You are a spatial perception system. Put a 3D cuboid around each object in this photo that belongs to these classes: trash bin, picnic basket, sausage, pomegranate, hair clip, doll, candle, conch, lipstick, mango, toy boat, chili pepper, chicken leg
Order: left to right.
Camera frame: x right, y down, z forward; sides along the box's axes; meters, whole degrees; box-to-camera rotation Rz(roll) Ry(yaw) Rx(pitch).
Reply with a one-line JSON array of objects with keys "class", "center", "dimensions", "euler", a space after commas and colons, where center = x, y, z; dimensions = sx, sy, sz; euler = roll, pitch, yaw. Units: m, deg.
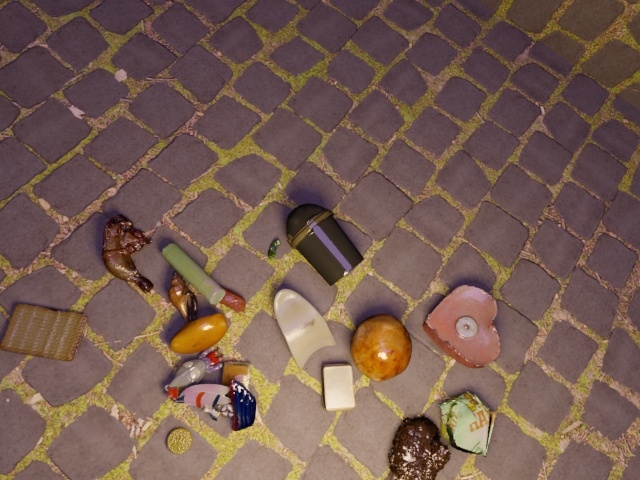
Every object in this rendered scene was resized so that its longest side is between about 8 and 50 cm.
[{"class": "chicken leg", "center": [-0.732, 0.051, 1.638], "dimensions": [0.177, 0.083, 0.323], "euler": [-1, 69, -24]}, {"class": "conch", "center": [-0.507, 0.227, 1.613], "dimensions": [0.086, 0.080, 0.233], "euler": [-30, 103, -4]}, {"class": "lipstick", "center": [-0.479, 0.119, 1.610], "dimensions": [0.304, 0.076, 0.076], "euler": [38, 70, 21]}, {"class": "doll", "center": [-0.450, 0.466, 1.540], "dimensions": [0.227, 0.075, 0.102], "euler": [-27, 56, -26]}, {"class": "mango", "center": [-0.436, 0.341, 1.546], "dimensions": [0.217, 0.141, 0.102], "euler": [-24, 71, -12]}, {"class": "toy boat", "center": [-0.357, 0.538, 1.478], "dimensions": [0.318, 0.072, 0.219], "euler": [29, 115, -2]}, {"class": "sausage", "center": [-0.353, 0.221, 1.638], "dimensions": [0.169, 0.065, 0.065], "euler": [26, 70, 1]}, {"class": "chili pepper", "center": [-0.190, 0.039, 1.744], "dimensions": [0.030, 0.034, 0.091], "euler": [33, 65, -32]}, {"class": "hair clip", "center": [-0.076, 0.314, 1.622], "dimensions": [0.172, 0.113, 0.282], "euler": [-31, 79, -16]}, {"class": "trash bin", "center": [0.000, 0.000, 1.686], "dimensions": [0.214, 0.214, 0.334], "euler": [-36, 84, -17]}, {"class": "picnic basket", "center": [0.063, 0.540, 1.584], "dimensions": [0.115, 0.079, 0.164], "euler": [0, 71, -7]}, {"class": "pomegranate", "center": [0.220, 0.391, 1.582], "dimensions": [0.248, 0.248, 0.248], "euler": [2, 71, -7]}, {"class": "candle", "center": [0.550, 0.345, 1.699], "dimensions": [0.287, 0.131, 0.317], "euler": [0, 62, -1]}]

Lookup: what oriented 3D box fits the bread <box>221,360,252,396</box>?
[{"class": "bread", "center": [-0.301, 0.499, 1.544], "dimensions": [0.106, 0.082, 0.125], "euler": [7, 74, -13]}]

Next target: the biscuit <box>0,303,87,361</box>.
[{"class": "biscuit", "center": [-0.977, 0.326, 1.533], "dimensions": [0.254, 0.029, 0.172], "euler": [11, 70, -4]}]

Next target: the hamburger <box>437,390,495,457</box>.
[{"class": "hamburger", "center": [0.522, 0.663, 1.589], "dimensions": [0.235, 0.125, 0.214], "euler": [18, 64, -6]}]

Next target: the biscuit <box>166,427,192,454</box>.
[{"class": "biscuit", "center": [-0.486, 0.691, 1.485], "dimensions": [0.084, 0.023, 0.084], "euler": [3, 73, -8]}]

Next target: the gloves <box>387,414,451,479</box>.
[{"class": "gloves", "center": [0.341, 0.778, 1.517], "dimensions": [0.210, 0.135, 0.313], "euler": [11, 68, 2]}]
